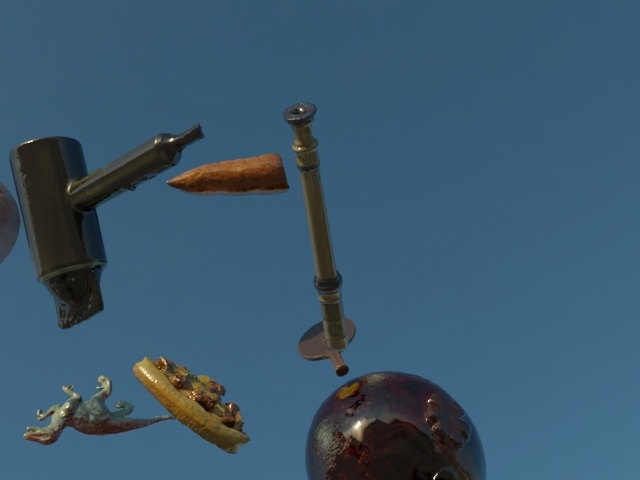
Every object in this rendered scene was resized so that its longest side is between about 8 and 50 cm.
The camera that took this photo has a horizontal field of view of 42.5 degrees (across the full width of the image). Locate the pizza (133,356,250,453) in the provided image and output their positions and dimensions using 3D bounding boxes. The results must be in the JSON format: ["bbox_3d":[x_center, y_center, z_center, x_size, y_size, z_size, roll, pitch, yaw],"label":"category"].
[{"bbox_3d":[-0.163,0.202,1.071,0.175,0.134,0.046,37,-86,-4],"label":"pizza"}]

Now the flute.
[{"bbox_3d":[0.000,0.000,0.660,0.027,0.027,0.233,-8,-55,2],"label":"flute"}]

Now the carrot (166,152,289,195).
[{"bbox_3d":[-0.156,-0.103,1.375,0.205,0.072,0.072,-8,-57,-23],"label":"carrot"}]

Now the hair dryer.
[{"bbox_3d":[-0.205,-0.038,0.831,0.248,0.078,0.196,-25,-105,31],"label":"hair dryer"}]

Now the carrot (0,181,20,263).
[{"bbox_3d":[-0.574,-0.044,1.234,0.195,0.254,0.196,1,-98,-9],"label":"carrot"}]

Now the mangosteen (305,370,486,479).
[{"bbox_3d":[0.100,0.383,1.364,0.306,0.306,0.359,33,-56,-20],"label":"mangosteen"}]

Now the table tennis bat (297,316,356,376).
[{"bbox_3d":[-0.003,0.138,1.372,0.107,0.170,0.119,-28,-65,-2],"label":"table tennis bat"}]

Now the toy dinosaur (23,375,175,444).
[{"bbox_3d":[-0.385,0.322,1.474,0.242,0.167,0.053,19,-57,-9],"label":"toy dinosaur"}]
